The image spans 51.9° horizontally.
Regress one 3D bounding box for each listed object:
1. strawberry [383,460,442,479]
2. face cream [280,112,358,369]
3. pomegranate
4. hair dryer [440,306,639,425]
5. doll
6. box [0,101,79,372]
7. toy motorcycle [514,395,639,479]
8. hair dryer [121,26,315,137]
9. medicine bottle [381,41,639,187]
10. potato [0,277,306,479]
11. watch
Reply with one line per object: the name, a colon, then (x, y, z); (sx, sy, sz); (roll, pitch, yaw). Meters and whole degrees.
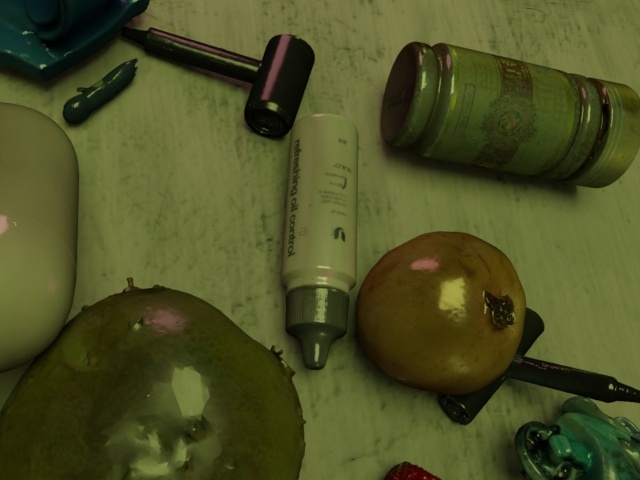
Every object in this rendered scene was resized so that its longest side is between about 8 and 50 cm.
strawberry: (0.097, 0.284, 0.691); (0.106, 0.106, 0.106); (6, 65, -14)
face cream: (0.000, 0.000, 0.785); (0.092, 0.092, 0.311); (8, 66, -14)
pomegranate: (0.135, 0.077, 0.740); (0.191, 0.191, 0.191); (6, 65, -14)
hair dryer: (0.263, 0.170, 0.757); (0.195, 0.050, 0.173); (21, 53, 43)
doll: (-0.270, -0.187, 0.814); (0.027, 0.037, 0.125); (39, 60, 3)
box: (-0.370, -0.015, 0.588); (0.289, 0.141, 0.349); (-1, 35, -18)
toy motorcycle: (0.341, 0.297, 0.736); (0.206, 0.154, 0.260); (-14, 60, -43)
hair dryer: (-0.143, -0.224, 0.865); (0.255, 0.070, 0.128); (14, 64, -3)
medicine bottle: (0.257, -0.171, 0.904); (0.322, 0.151, 0.151); (8, 65, -13)
potato: (-0.165, 0.224, 0.568); (0.270, 0.219, 0.359); (23, 69, 7)
watch: (-0.349, -0.370, 0.735); (0.305, 0.274, 0.241); (37, 63, 1)
